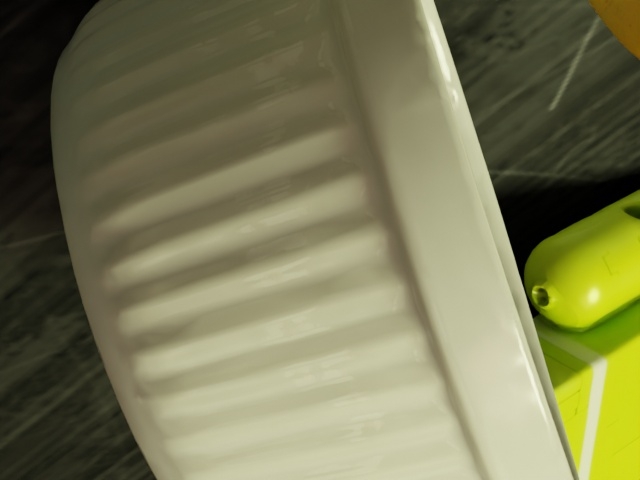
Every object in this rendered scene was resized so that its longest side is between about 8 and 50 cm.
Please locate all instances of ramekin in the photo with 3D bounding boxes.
[{"bbox_3d":[0.000,0.000,0.462,0.109,0.207,0.207,-17,148,7],"label":"ramekin"}]

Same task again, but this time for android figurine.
[{"bbox_3d":[0.124,0.099,0.710,0.273,0.056,0.248,-26,131,-34],"label":"android figurine"}]

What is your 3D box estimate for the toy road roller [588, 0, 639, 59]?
[{"bbox_3d":[0.259,-0.106,0.425,0.330,0.240,0.202,-8,144,-22],"label":"toy road roller"}]
